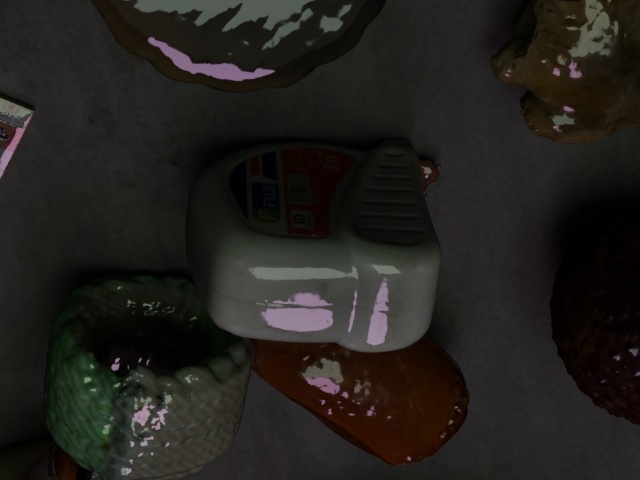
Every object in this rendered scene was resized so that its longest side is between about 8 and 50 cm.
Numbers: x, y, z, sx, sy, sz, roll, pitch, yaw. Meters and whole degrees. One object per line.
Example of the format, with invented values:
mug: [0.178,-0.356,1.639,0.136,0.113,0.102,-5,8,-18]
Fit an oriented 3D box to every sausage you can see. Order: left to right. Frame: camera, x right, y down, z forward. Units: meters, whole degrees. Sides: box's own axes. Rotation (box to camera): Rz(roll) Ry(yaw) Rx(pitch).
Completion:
sausage: [0.041,0.138,1.536,0.268,0.153,0.141,36,79,-27]

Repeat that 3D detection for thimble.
thimble: [-0.179,0.143,1.455,0.219,0.219,0.150,4,120,-14]

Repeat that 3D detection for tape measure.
tape measure: [0.000,0.000,1.395,0.265,0.258,0.130,2,121,-5]

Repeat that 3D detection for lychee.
lychee: [0.369,0.088,1.524,0.261,0.260,0.260,-5,121,-9]

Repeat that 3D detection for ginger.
ginger: [0.304,-0.173,1.426,0.219,0.123,0.270,-43,120,11]

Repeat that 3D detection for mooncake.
mooncake: [-0.075,-0.282,1.261,0.290,0.161,0.290,-5,119,-10]

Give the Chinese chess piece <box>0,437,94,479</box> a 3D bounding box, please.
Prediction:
Chinese chess piece: [-0.300,0.353,1.618,0.270,0.112,0.270,-5,120,-10]

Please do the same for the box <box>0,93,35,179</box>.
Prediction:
box: [-0.319,-0.103,1.400,0.046,0.012,0.083,22,115,-21]

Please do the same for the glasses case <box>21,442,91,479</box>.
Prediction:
glasses case: [-0.315,0.325,1.476,0.067,0.103,0.266,27,108,-20]
